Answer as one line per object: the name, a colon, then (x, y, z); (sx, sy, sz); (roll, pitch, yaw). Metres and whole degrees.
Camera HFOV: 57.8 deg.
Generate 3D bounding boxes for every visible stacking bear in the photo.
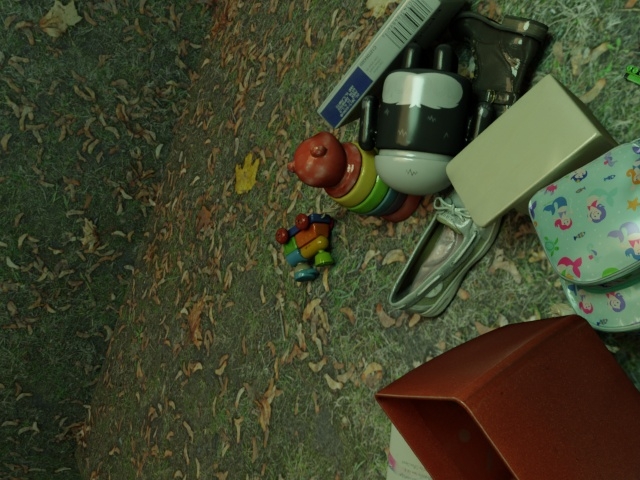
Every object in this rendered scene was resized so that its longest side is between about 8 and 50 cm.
stacking bear: (0.070, -0.145, 1.232); (0.175, 0.289, 0.164); (-18, 65, 49)

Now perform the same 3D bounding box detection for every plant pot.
plant pot: (0.280, 0.247, 0.791); (0.267, 0.235, 0.267); (54, 159, 1)

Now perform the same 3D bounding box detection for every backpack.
backpack: (0.432, 0.002, 0.812); (0.225, 0.191, 0.254); (-34, 59, 41)

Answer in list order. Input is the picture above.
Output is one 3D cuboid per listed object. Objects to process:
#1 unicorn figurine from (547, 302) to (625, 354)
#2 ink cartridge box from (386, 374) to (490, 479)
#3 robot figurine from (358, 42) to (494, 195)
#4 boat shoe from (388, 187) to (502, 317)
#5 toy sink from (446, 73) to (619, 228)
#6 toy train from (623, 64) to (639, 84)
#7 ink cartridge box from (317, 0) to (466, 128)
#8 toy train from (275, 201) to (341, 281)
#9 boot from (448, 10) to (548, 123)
unicorn figurine: (0.397, 0.134, 0.883); (0.111, 0.162, 0.060); (31, 100, 24)
ink cartridge box: (0.222, 0.425, 0.994); (0.207, 0.119, 0.354); (-5, 74, 53)
robot figurine: (0.196, -0.225, 1.109); (0.209, 0.173, 0.278); (17, 102, 60)
boat shoe: (0.241, 0.004, 1.117); (0.320, 0.103, 0.118); (-62, 40, 17)
toy sink: (0.360, -0.128, 0.982); (0.234, 0.131, 0.153); (-44, 47, 29)
toy train: (0.514, -0.253, 0.915); (0.083, 0.017, 0.024); (52, 130, 47)
ink cartridge box: (0.170, -0.401, 1.248); (0.071, 0.330, 0.324); (45, 124, 4)
toy train: (0.000, 0.000, 1.446); (0.248, 0.105, 0.143); (-33, 65, 43)
boot: (0.314, -0.320, 1.144); (0.263, 0.091, 0.229); (39, 117, 56)
